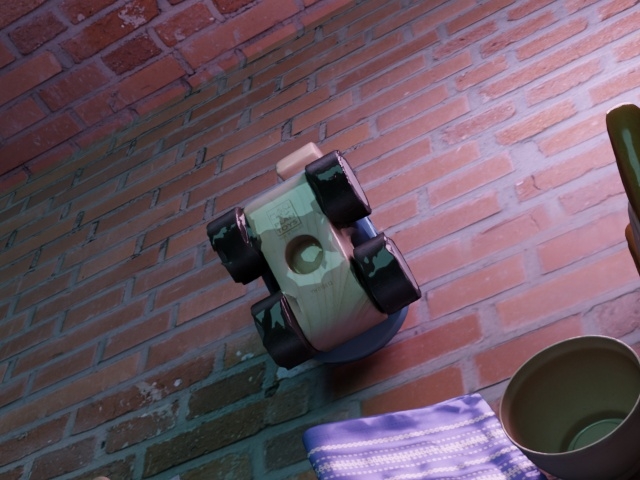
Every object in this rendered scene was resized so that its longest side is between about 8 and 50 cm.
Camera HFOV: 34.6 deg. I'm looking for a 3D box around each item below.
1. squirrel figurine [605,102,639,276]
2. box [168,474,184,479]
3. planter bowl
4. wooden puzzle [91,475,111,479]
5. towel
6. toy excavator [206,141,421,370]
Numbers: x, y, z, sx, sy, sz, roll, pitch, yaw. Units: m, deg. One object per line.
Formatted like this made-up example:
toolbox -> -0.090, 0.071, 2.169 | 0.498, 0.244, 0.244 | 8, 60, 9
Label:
squirrel figurine -> 0.534, -0.006, 1.071 | 0.371, 0.281, 0.397 | -17, 47, 11
box -> -0.313, 0.439, 1.436 | 0.324, 0.067, 0.063 | -31, 30, 10
planter bowl -> 0.290, 0.198, 1.114 | 0.162, 0.109, 0.162 | -26, 32, 17
wooden puzzle -> -0.278, 0.500, 1.173 | 0.322, 0.080, 0.348 | -38, 70, -2
towel -> 0.135, 0.271, 1.112 | 0.243, 0.040, 0.336 | -7, 22, -15
toy excavator -> 0.000, 0.000, 1.621 | 0.222, 0.445, 0.432 | -30, 71, 7
